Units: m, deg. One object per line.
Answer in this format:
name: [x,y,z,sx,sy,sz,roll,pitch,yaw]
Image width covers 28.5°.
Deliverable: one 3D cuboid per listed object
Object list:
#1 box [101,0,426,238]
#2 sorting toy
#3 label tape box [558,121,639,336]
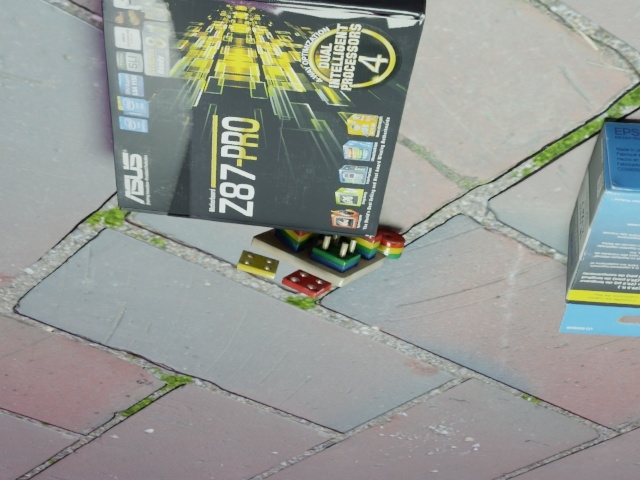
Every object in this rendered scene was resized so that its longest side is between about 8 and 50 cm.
box: [-0.068,-0.159,1.380,0.318,0.097,0.395,8,146,-2]
sorting toy: [0.000,0.000,1.570,0.132,0.274,0.046,25,112,21]
label tape box: [0.436,-0.003,1.563,0.240,0.106,0.334,3,148,1]
